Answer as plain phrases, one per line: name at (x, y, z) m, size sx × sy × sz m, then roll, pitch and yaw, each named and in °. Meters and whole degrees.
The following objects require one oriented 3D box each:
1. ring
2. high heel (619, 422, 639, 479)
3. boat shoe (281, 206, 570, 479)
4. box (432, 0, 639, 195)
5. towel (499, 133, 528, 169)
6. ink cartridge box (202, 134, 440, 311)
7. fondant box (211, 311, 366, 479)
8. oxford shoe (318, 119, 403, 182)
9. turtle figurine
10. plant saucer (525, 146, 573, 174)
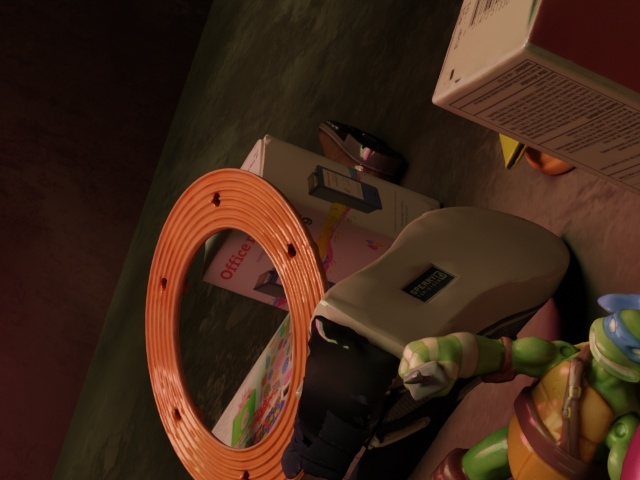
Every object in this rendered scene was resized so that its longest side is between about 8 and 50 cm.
ring at (-0.079, 0.097, 1.573) m, size 0.336 × 0.032 × 0.337 m, roll 2°, pitch 92°, yaw 54°
high heel at (0.258, 0.072, 0.843) m, size 0.181 × 0.127 × 0.377 m, roll 118°, pitch 171°, yaw -62°
boat shoe at (0.081, 0.087, 1.262) m, size 0.340 × 0.127 × 0.158 m, roll -24°, pitch -43°, yaw -53°
box at (0.217, -0.119, 1.058) m, size 0.148 × 0.232 × 0.127 m, roll -25°, pitch 45°, yaw 68°
towel at (0.188, -0.167, 1.495) m, size 0.237 × 0.021 × 0.102 m, roll -92°, pitch 23°, yaw -55°
ink cartridge box at (0.000, 0.000, 1.675) m, size 0.154 × 0.212 × 0.093 m, roll -55°, pitch 20°, yaw 38°
fondant box at (-0.039, 0.257, 1.684) m, size 0.238 × 0.096 × 0.330 m, roll -57°, pitch 20°, yaw 33°
oxford shoe at (0.031, -0.091, 1.945) m, size 0.227 × 0.082 × 0.096 m, roll -119°, pitch 48°, yaw -72°
turtle figurine at (0.119, 0.167, 1.054) m, size 0.275 × 0.197 × 0.266 m, roll -67°, pitch 1°, yaw -49°
plant saucer at (0.231, -0.157, 1.436) m, size 0.200 × 0.037 × 0.200 m, roll -58°, pitch 19°, yaw 33°
